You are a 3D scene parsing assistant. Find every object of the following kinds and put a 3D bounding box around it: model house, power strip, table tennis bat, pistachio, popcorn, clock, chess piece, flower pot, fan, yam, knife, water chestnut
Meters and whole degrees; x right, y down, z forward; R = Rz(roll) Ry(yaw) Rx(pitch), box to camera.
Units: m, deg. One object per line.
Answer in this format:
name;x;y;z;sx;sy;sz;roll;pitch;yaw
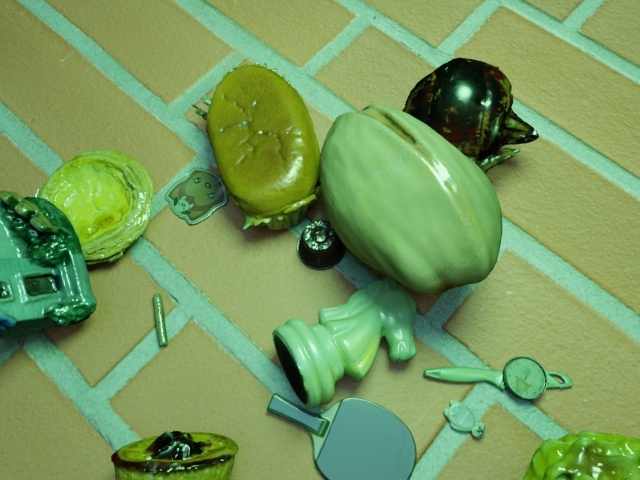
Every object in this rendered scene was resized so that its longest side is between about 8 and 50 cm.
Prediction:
model house;-0.652;0.050;0.880;0.252;0.329;0.294;-19;83;17
power strip;0.280;0.344;0.929;0.083;0.035;0.055;37;75;17
table tennis bat;0.036;0.379;0.930;0.301;0.022;0.173;23;72;9
pistachio;0.159;-0.074;0.925;0.282;0.365;0.445;-28;46;-10
popcorn;0.462;0.436;0.771;0.282;0.282;0.246;18;106;9
clock;0.400;0.269;0.944;0.085;0.017;0.085;0;68;-1
chess piece;0.069;0.190;0.949;0.298;0.175;0.175;-23;69;-20
flower pot;0.000;0.000;1.041;0.112;0.089;0.111;-1;69;2
fan;-0.260;-0.135;1.145;0.220;0.009;0.132;-41;74;-12
yam;-0.341;0.167;1.026;0.021;0.021;0.116;-14;70;-3
knife;0.352;0.275;0.961;0.294;0.019;0.043;1;67;0
water chestnut;0.307;-0.256;1.051;0.244;0.289;0.289;40;73;-19

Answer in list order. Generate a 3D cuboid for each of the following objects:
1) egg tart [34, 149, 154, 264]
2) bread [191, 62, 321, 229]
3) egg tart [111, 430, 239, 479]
egg tart;-0.502;-0.072;1.089;0.279;0.095;0.278;-1;73;5
bread;-0.127;-0.217;1.077;0.236;0.183;0.388;-21;72;-8
egg tart;-0.249;0.421;0.839;0.216;0.215;0.170;-2;83;1
